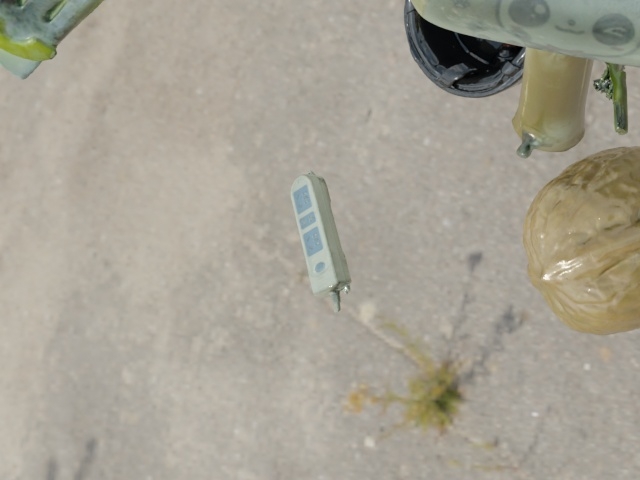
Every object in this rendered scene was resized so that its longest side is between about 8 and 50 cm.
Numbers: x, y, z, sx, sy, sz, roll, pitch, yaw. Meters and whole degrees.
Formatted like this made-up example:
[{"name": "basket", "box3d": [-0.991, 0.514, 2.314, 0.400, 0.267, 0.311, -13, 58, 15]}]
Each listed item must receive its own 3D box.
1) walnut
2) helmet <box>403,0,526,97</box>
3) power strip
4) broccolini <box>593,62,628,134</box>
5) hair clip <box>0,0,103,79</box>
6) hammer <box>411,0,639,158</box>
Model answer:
[{"name": "walnut", "box3d": [0.365, 0.000, 1.674, 0.225, 0.261, 0.225, 41, 143, 41]}, {"name": "helmet", "box3d": [0.265, -0.336, 1.978, 0.279, 0.160, 0.230, -27, 84, 37]}, {"name": "power strip", "box3d": [0.000, 0.000, 1.697, 0.047, 0.030, 0.191, -30, 65, 40]}, {"name": "broccolini", "box3d": [0.424, -0.216, 1.982, 0.062, 0.123, 0.271, -12, 35, 17]}, {"name": "hair clip", "box3d": [-0.140, -0.143, 0.739, 0.188, 0.060, 0.033, -25, 45, 47]}, {"name": "hammer", "box3d": [0.153, -0.127, 0.876, 0.202, 0.305, 0.113, 14, 71, 8]}]
